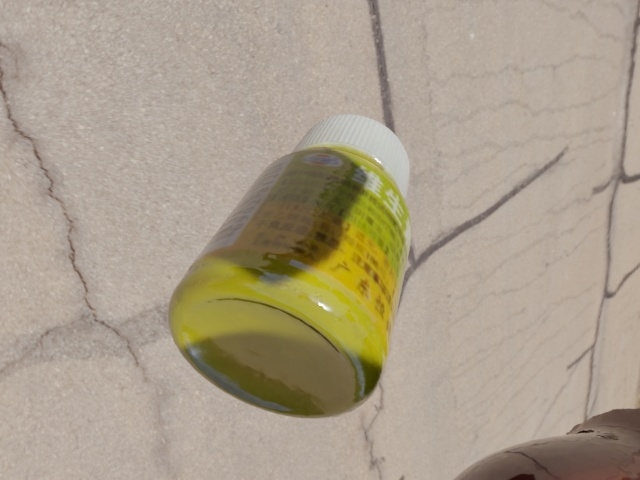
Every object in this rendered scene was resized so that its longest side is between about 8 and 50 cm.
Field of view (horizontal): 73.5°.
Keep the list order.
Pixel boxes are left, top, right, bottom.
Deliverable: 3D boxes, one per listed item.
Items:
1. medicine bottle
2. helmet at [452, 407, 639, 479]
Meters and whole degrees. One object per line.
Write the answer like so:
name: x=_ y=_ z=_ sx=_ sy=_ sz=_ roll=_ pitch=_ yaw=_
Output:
medicine bottle: x=0.000 y=0.000 z=0.546 sx=0.224 sy=0.225 sz=0.384 roll=65 pitch=30 yaw=-31
helmet: x=0.204 y=0.336 z=0.387 sx=0.231 sy=0.337 sz=0.384 roll=8 pitch=111 yaw=-5
